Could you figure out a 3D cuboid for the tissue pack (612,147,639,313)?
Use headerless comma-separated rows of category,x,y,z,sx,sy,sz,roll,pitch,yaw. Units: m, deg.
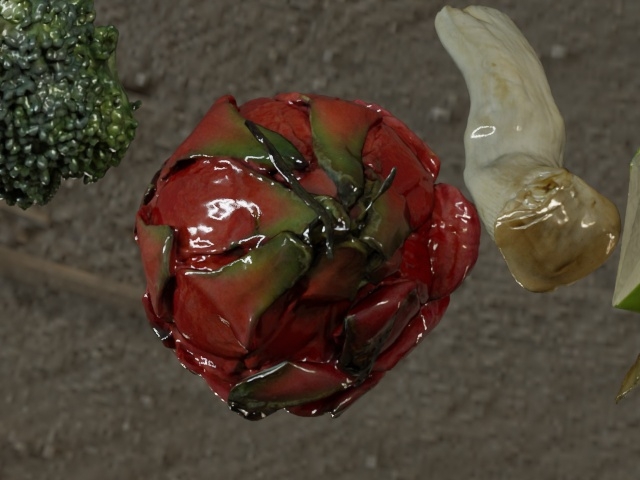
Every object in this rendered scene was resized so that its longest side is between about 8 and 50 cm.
tissue pack,0.409,-0.011,1.356,0.274,0.167,0.200,16,153,-7

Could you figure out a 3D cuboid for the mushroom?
mushroom,0.098,-0.058,0.831,0.059,0.202,0.054,26,124,-29

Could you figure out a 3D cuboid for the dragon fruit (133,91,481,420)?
dragon fruit,0.000,0.000,1.070,0.233,0.234,0.293,26,161,-18

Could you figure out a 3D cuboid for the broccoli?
broccoli,-0.144,-0.105,0.847,0.118,0.204,0.122,-37,118,24

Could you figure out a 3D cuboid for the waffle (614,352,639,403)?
waffle,0.298,0.051,1.150,0.125,0.191,0.032,23,-176,9
